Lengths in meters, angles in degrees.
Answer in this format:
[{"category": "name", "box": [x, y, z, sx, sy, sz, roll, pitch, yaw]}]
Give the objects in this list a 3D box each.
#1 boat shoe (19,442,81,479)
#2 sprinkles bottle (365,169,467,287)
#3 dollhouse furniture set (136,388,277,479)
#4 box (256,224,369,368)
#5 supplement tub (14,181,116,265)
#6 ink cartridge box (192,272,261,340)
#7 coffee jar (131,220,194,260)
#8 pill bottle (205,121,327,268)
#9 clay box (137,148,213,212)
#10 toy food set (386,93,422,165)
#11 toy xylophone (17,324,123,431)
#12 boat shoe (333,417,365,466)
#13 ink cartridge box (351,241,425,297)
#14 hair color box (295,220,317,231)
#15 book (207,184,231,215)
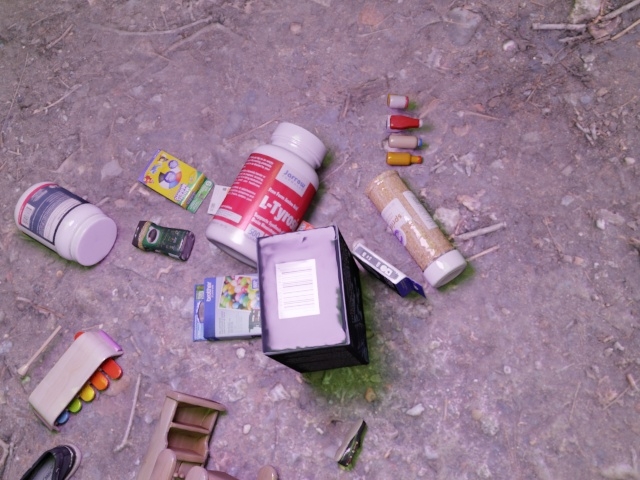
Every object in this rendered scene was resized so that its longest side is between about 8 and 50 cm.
[{"category": "boat shoe", "box": [-0.827, 0.732, 1.777, 0.127, 0.113, 0.340, 38, 83, 19]}, {"category": "sprinkles bottle", "box": [0.270, -0.037, 1.797, 0.121, 0.121, 0.356, -33, 69, 0]}, {"category": "dollhouse furniture set", "box": [-0.264, 0.566, 1.600, 0.394, 0.362, 0.257, 5, 73, 44]}, {"category": "box", "box": [-0.010, 0.171, 1.640, 0.211, 0.395, 0.294, -8, 71, 8]}, {"category": "supplement tub", "box": [-0.806, -0.054, 1.983, 0.272, 0.191, 0.191, 27, 80, 18]}, {"category": "ink cartridge box", "box": [-0.240, 0.197, 1.859, 0.310, 0.065, 0.186, -6, 71, 11]}, {"category": "coffee jar", "box": [-0.496, -0.002, 1.963, 0.184, 0.079, 0.096, 14, 78, 14]}, {"category": "pill bottle", "box": [-0.147, -0.132, 1.852, 0.228, 0.229, 0.408, 25, 78, 18]}, {"category": "clay box", "box": [-0.469, -0.193, 2.032, 0.222, 0.053, 0.128, 28, 81, 19]}, {"category": "toy food set", "box": [0.259, -0.350, 1.908, 0.104, 0.111, 0.233, 3, 72, 0]}, {"category": "toy xylophone", "box": [-0.761, 0.398, 1.888, 0.322, 0.081, 0.236, -44, 70, -4]}, {"category": "boat shoe", "box": [0.087, 0.545, 1.691, 0.042, 0.049, 0.133, 35, 74, -9]}, {"category": "ink cartridge box", "box": [0.192, 0.098, 1.723, 0.208, 0.206, 0.045, 35, 86, 19]}, {"category": "hair color box", "box": [0.000, 0.000, 1.866, 0.141, 0.072, 0.043, 31, 81, 20]}, {"category": "book", "box": [-0.278, -0.117, 1.981, 0.144, 0.035, 0.096, 12, 78, 15]}]
